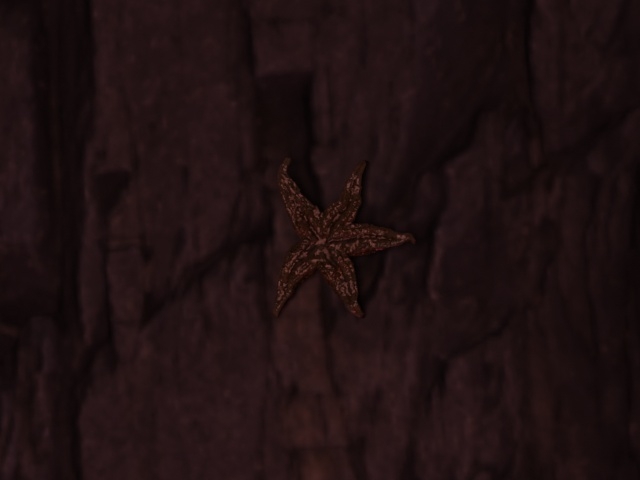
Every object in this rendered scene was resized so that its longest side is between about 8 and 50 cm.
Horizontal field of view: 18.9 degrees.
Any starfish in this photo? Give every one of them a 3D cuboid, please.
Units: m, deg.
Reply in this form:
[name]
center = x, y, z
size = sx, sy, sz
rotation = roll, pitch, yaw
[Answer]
[starfish]
center = 0.000, 0.000, 1.004
size = 0.086, 0.016, 0.092
rotation = -34, 86, 8
